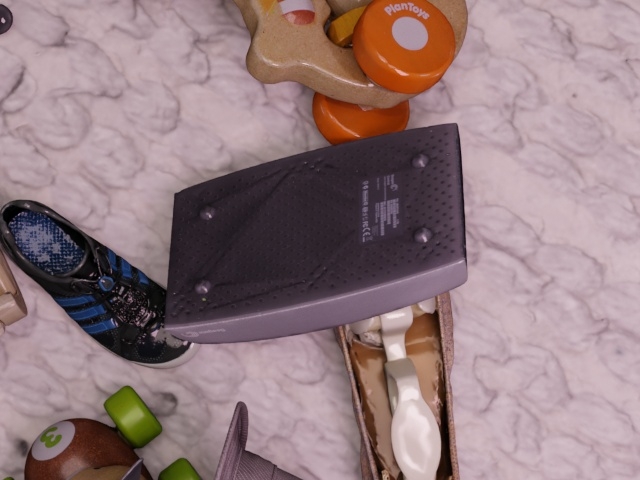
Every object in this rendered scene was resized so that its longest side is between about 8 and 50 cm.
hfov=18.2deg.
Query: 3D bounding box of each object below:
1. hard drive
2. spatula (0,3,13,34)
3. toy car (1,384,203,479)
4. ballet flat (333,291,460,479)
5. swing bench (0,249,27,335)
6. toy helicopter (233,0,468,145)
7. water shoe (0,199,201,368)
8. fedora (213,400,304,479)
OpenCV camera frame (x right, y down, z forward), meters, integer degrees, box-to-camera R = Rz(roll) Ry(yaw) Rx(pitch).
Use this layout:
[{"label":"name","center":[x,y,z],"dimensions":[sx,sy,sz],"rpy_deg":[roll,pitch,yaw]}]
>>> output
[{"label":"hard drive","center":[0.000,0.000,1.638],"dimensions":[0.254,0.054,0.172],"rpy_deg":[-13,46,15]},{"label":"spatula","center":[-0.413,-0.166,1.728],"dimensions":[0.296,0.030,0.084],"rpy_deg":[-13,104,-5]},{"label":"toy car","center":[-0.183,0.207,1.598],"dimensions":[0.155,0.188,0.149],"rpy_deg":[-37,84,-5]},{"label":"ballet flat","center":[0.068,0.097,1.656],"dimensions":[0.107,0.106,0.316],"rpy_deg":[-12,82,-2]},{"label":"swing bench","center":[-0.406,0.015,1.643],"dimensions":[0.253,0.165,0.255],"rpy_deg":[-27,88,-5]},{"label":"toy helicopter","center":[-0.041,-0.240,1.685],"dimensions":[0.355,0.140,0.235],"rpy_deg":[20,59,-9]},{"label":"water shoe","center":[-0.191,0.040,1.677],"dimensions":[0.203,0.080,0.073],"rpy_deg":[34,83,5]},{"label":"fedora","center":[-0.042,0.273,1.554],"dimensions":[0.124,0.244,0.275],"rpy_deg":[15,120,-1]}]
